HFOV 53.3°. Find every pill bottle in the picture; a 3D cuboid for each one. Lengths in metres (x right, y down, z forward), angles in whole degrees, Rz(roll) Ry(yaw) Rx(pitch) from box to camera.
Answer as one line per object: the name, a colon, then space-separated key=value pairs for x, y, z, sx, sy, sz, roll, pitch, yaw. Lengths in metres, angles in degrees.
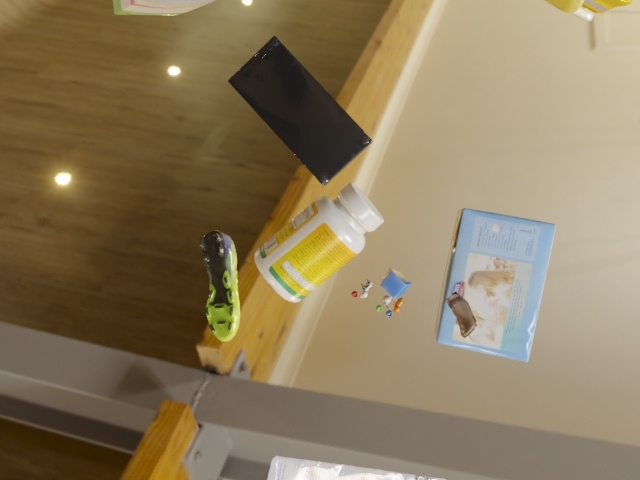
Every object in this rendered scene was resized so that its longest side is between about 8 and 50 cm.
pill bottle: x=0.000 y=0.000 z=1.079 sx=0.208 sy=0.117 sz=0.117 roll=-40 pitch=-140 yaw=11

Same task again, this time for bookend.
bookend: x=-0.014 y=-0.139 z=0.750 sx=0.072 sy=0.156 sz=0.157 roll=-42 pitch=-95 yaw=6

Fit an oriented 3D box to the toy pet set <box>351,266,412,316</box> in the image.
toy pet set: x=0.152 y=0.124 z=1.413 sx=0.122 sy=0.114 sz=0.065 roll=29 pitch=-159 yaw=-26

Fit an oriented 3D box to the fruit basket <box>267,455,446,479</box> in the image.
fruit basket: x=0.035 y=0.544 z=1.083 sx=0.353 sy=0.327 sz=0.165 roll=15 pitch=173 yaw=-19

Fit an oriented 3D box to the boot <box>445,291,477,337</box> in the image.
boot: x=0.313 y=0.163 z=1.434 sx=0.042 sy=0.087 sz=0.118 roll=-37 pitch=177 yaw=21

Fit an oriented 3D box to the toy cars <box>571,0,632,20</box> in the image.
toy cars: x=0.473 y=-0.557 z=1.362 sx=0.394 sy=0.087 sz=0.176 roll=31 pitch=-160 yaw=22

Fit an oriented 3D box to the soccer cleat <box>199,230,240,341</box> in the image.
soccer cleat: x=-0.238 y=0.114 z=1.624 sx=0.093 sy=0.121 sz=0.289 roll=-17 pitch=-109 yaw=19

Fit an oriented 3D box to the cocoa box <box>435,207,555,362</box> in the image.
cocoa box: x=0.435 y=0.104 z=1.630 sx=0.231 sy=0.347 sz=0.228 roll=11 pitch=-178 yaw=9

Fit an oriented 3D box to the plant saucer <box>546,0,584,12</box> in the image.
plant saucer: x=0.423 y=-0.643 z=1.164 sx=0.333 sy=0.081 sz=0.332 roll=33 pitch=-95 yaw=1

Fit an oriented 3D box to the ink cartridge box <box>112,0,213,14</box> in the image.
ink cartridge box: x=-0.226 y=-0.460 z=0.954 sx=0.119 sy=0.207 sz=0.353 roll=-7 pitch=-165 yaw=-27
